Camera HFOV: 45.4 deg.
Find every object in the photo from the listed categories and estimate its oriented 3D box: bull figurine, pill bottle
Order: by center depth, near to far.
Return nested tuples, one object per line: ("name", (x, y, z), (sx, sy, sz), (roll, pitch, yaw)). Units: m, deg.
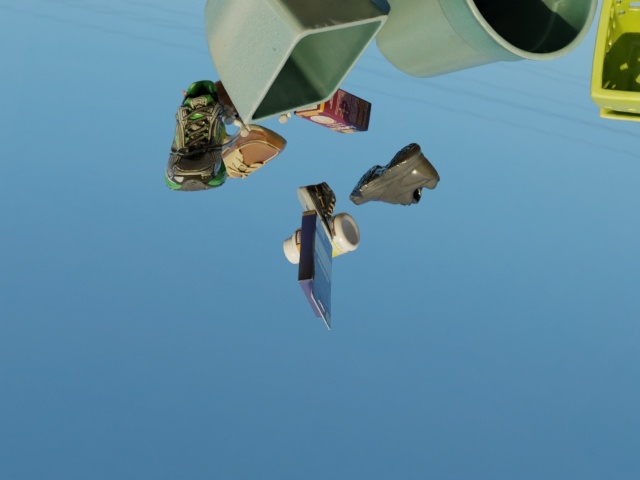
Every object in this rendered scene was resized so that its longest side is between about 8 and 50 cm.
("bull figurine", (-0.190, -0.345, 1.871), (0.310, 0.101, 0.188), (-27, -129, -9))
("pill bottle", (0.000, 0.000, 2.241), (0.215, 0.117, 0.117), (-20, -162, 31))

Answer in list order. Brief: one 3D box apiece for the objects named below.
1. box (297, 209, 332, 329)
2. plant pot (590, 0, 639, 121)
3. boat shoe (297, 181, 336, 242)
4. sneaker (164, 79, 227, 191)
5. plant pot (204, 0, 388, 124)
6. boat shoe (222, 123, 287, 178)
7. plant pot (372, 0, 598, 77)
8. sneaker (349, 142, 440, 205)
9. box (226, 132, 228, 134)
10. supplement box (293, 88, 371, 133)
("box", (-0.009, 0.063, 1.601), (0.037, 0.136, 0.225), (-10, -132, 13))
("plant pot", (0.634, -0.335, 1.423), (0.228, 0.227, 0.207), (8, 174, 22))
("boat shoe", (0.012, -0.075, 1.981), (0.083, 0.065, 0.183), (-18, -115, -16))
("sneaker", (-0.276, -0.229, 1.667), (0.134, 0.146, 0.343), (-3, -139, -4))
("plant pot", (-0.077, -0.415, 1.457), (0.247, 0.248, 0.252), (-25, -106, -42))
("boat shoe", (-0.199, -0.217, 2.004), (0.123, 0.120, 0.324), (27, 164, -27))
("plant pot", (0.279, -0.472, 1.456), (0.341, 0.341, 0.334), (-8, -178, -30))
("sneaker", (0.178, -0.130, 1.891), (0.130, 0.286, 0.109), (44, -121, -14))
("box", (-0.370, -0.318, 2.639), (0.059, 0.233, 0.183), (-46, -75, -24))
("supplement box", (0.034, -0.348, 2.022), (0.104, 0.080, 0.188), (2, 171, 46))
